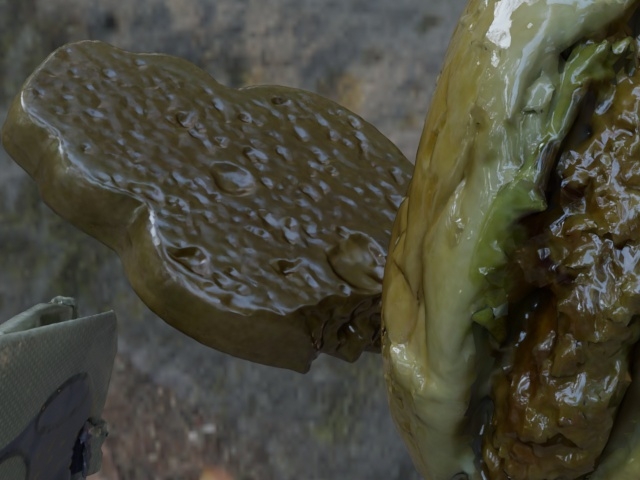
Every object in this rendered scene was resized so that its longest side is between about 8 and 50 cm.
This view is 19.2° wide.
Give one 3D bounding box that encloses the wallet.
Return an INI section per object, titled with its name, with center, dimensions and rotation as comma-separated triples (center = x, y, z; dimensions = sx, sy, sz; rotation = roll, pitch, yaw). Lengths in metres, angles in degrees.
[wallet]
center = -0.170, 0.177, 0.854
dimensions = 0.068, 0.335, 0.275
rotation = 19, 18, 5

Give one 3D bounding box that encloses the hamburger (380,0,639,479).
[hamburger]
center = 0.106, -0.019, 0.755
dimensions = 0.145, 0.259, 0.283
rotation = 19, 18, 1

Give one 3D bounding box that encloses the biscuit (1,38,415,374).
[biscuit]
center = 0.002, -0.004, 0.919
dimensions = 0.320, 0.047, 0.183
rotation = 11, 42, -18
